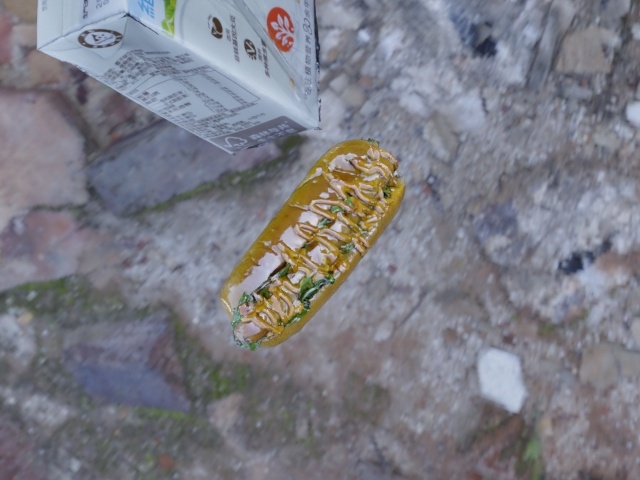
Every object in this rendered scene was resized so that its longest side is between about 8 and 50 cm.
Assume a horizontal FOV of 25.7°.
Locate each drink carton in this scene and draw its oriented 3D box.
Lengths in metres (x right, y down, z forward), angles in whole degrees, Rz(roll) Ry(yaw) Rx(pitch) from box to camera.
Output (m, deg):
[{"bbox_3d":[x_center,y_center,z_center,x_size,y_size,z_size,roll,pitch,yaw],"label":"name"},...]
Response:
[{"bbox_3d":[-0.141,-0.236,1.457,0.132,0.324,0.194,-16,66,30],"label":"drink carton"}]

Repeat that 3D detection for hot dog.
[{"bbox_3d":[0.000,0.000,0.993,0.072,0.188,0.055,45,162,-21],"label":"hot dog"}]

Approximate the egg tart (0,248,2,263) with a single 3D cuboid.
[{"bbox_3d":[-0.370,-0.024,1.018,0.279,0.095,0.279,11,146,7],"label":"egg tart"}]
